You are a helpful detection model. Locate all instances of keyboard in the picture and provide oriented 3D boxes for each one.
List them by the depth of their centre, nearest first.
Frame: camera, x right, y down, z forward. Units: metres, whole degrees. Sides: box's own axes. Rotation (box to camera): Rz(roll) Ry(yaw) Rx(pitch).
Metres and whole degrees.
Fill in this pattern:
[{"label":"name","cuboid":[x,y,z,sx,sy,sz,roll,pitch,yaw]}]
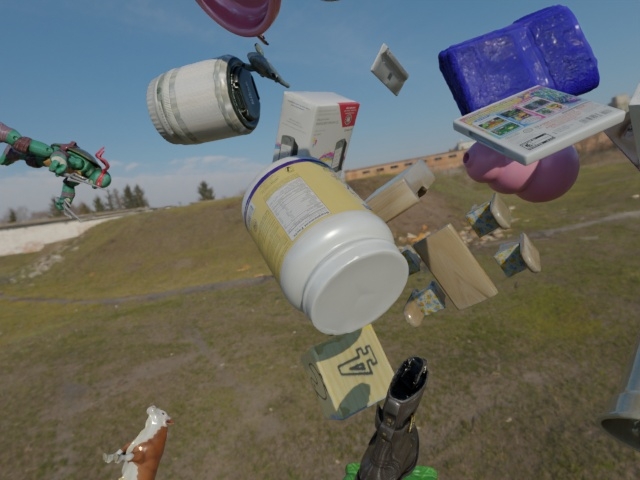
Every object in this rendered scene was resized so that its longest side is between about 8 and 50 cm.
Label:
[{"label":"keyboard","cuboid":[0.198,-0.470,1.154,0.014,0.072,0.256,39,18,18]}]

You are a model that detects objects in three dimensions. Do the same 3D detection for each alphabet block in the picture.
[{"label":"alphabet block","cuboid":[0.076,0.371,1.166,0.193,0.197,0.192,-19,-17,-21]}]

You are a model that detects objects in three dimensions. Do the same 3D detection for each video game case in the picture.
[{"label":"video game case","cuboid":[0.290,-0.163,0.562,0.157,0.019,0.143,-24,39,-10]}]

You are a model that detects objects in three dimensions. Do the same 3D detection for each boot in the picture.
[{"label":"boot","cuboid":[0.146,0.306,0.719,0.091,0.229,0.263,19,14,21]}]

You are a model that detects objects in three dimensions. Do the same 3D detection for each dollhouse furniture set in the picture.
[{"label":"dollhouse furniture set","cuboid":[0.286,0.015,1.053,0.362,0.394,0.256,-34,3,33]}]

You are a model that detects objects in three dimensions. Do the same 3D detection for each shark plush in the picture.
[{"label":"shark plush","cuboid":[-0.150,-0.465,1.147,0.067,0.073,0.161,46,3,40]}]

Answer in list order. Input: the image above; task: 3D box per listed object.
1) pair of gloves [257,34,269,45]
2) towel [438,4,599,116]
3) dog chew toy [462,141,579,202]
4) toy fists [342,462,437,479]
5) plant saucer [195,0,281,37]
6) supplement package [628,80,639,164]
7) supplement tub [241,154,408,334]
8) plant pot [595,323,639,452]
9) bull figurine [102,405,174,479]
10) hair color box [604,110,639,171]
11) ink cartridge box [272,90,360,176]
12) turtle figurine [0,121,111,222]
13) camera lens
[{"label":"pair of gloves","cuboid":[-0.190,-0.617,1.233,0.010,0.074,0.083,-51,-4,7]},{"label":"towel","cuboid":[0.451,-0.398,0.940,0.307,0.228,0.076,-22,-12,2]},{"label":"dog chew toy","cuboid":[0.585,-0.226,1.230,0.330,0.207,0.206,6,4,-10]},{"label":"toy fists","cuboid":[0.183,0.666,1.069,0.278,0.096,0.142,-2,39,10]},{"label":"plant saucer","cuboid":[-0.201,-0.616,0.883,0.084,0.332,0.332,-49,24,-21]},{"label":"supplement package","cuboid":[0.753,-0.286,0.777,0.198,0.199,0.263,16,68,51]},{"label":"supplement tub","cuboid":[0.000,0.000,0.842,0.240,0.241,0.331,-13,43,-25]},{"label":"plant pot","cuboid":[0.802,0.298,0.864,0.333,0.333,0.306,-1,54,51]},{"label":"bull figurine","cuboid":[-0.549,0.663,1.230,0.101,0.311,0.188,12,2,37]},{"label":"hair color box","cuboid":[0.876,-0.197,0.975,0.110,0.339,0.185,5,-38,-42]},{"label":"ink cartridge box","cuboid":[-0.022,-0.282,1.250,0.131,0.307,0.226,29,33,27]},{"label":"turtle figurine","cuboid":[-0.495,-0.133,0.786,0.233,0.118,0.175,25,-37,-6]},{"label":"camera lens","cuboid":[-0.329,-0.402,1.203,0.273,0.220,0.219,-6,7,16]}]
